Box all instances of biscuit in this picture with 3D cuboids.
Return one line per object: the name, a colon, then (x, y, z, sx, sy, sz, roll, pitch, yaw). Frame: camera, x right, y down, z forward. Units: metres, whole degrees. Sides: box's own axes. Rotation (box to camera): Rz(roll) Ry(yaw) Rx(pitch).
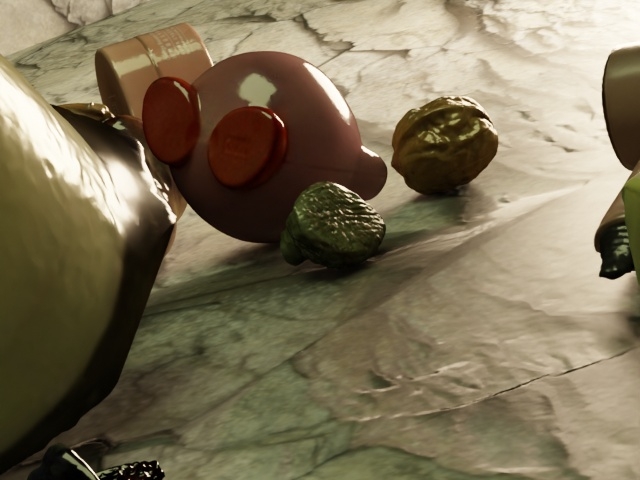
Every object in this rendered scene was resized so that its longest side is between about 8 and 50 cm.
biscuit: (-0.121, 0.155, 1.093, 0.087, 0.027, 0.089, -27, 17, -33)

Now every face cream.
face cream: (-0.174, -0.154, 2.066, 0.104, 0.149, 0.149, -19, 14, -15)

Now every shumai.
shumai: (0.000, 0.000, 1.512, 0.083, 0.082, 0.080, -12, -30, -39)

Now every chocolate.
chocolate: (-0.295, -0.026, 1.223, 0.314, 0.297, 0.326, 8, 55, 20)

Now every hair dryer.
hair dryer: (0.274, -0.055, 1.365, 0.189, 0.107, 0.344, -5, 27, 30)

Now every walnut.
walnut: (0.105, -0.083, 1.642, 0.096, 0.082, 0.079, -22, 44, 5)

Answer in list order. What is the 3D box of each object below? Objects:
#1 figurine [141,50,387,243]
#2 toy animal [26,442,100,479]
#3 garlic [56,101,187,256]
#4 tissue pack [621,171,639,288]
figurine: (-0.044, -0.080, 1.624, 0.173, 0.173, 0.173, -15, 14, 4)
toy animal: (-0.028, 0.196, 0.599, 0.197, 0.272, 0.160, -12, -22, 35)
garlic: (-0.235, -0.041, 1.693, 0.245, 0.160, 0.245, -18, 23, 8)
tissue pack: (0.296, 0.004, 1.007, 0.159, 0.125, 0.234, -21, 14, -21)
